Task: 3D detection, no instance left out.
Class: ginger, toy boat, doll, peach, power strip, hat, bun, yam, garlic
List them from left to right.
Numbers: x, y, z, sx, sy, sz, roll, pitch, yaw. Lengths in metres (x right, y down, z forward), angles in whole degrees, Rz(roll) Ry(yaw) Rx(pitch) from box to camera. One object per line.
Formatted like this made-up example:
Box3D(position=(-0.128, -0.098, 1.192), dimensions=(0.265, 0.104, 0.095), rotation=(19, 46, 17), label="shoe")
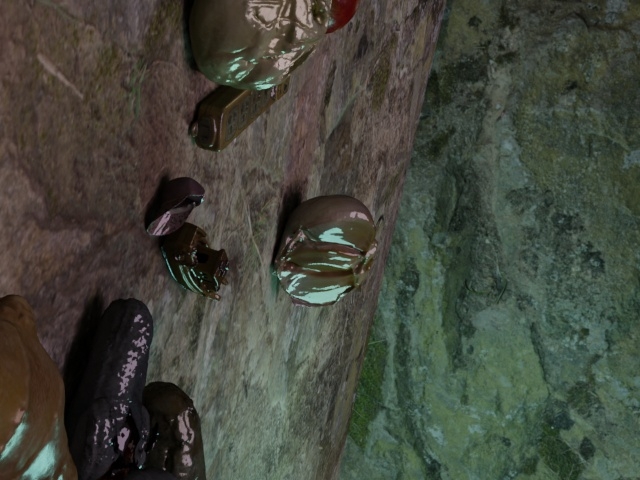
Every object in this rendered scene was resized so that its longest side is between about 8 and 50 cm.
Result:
Box3D(position=(-0.285, 0.167, 1.011), dimensions=(0.354, 0.126, 0.190), rotation=(93, 6, -53), label="ginger")
Box3D(position=(-0.217, 0.238, 1.309), dimensions=(0.246, 0.158, 0.341), rotation=(107, -1, -74), label="doll")
Box3D(position=(-0.216, 0.338, 1.545), dimensions=(0.133, 0.133, 0.330), rotation=(-52, 149, -62), label="yam")
Box3D(position=(-0.183, -0.046, 1.419), dimensions=(0.087, 0.042, 0.058), rotation=(-39, 160, -3), label="hat")
Box3D(position=(-0.155, 0.030, 1.539), dimensions=(0.206, 0.072, 0.064), rotation=(72, 37, -68), label="toy boat")
Box3D(position=(-0.099, -0.195, 1.585), dimensions=(0.305, 0.044, 0.064), rotation=(-55, 156, -59), label="power strip")
Box3D(position=(-0.062, -0.293, 1.412), dimensions=(0.229, 0.145, 0.230), rotation=(17, 90, -81), label="bun")
Box3D(position=(0.000, 0.000, 2.091), dimensions=(0.143, 0.178, 0.229), rotation=(-106, -146, -45), label="garlic")
Box3D(position=(0.003, -0.367, 1.710), dimensions=(0.118, 0.151, 0.151), rotation=(59, 17, 0), label="peach")
